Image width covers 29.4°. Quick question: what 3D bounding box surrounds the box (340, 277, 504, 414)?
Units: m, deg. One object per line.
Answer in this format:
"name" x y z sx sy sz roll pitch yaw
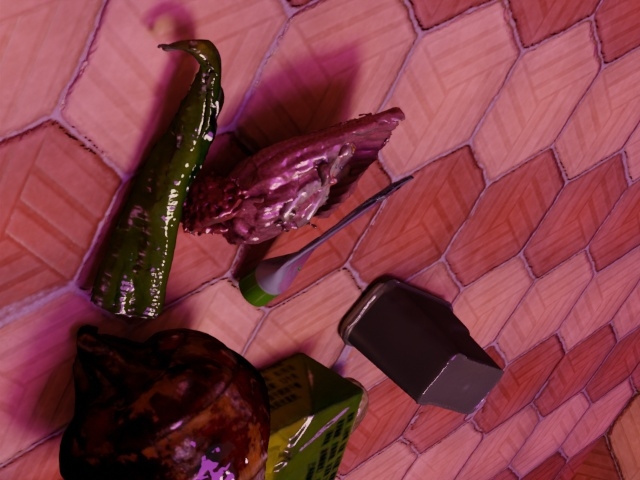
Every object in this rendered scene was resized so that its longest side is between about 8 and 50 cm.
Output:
"box" 0.168 0.177 1.920 0.138 0.178 0.274 -51 149 10

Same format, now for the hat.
"hat" -0.041 -0.057 1.431 0.286 0.107 0.237 -18 157 -35

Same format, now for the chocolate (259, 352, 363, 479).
"chocolate" -0.108 0.333 1.803 0.288 0.137 0.301 -20 140 -38

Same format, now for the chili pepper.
"chili pepper" -0.170 -0.065 1.302 0.084 0.076 0.359 13 122 -12

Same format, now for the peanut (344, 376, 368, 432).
"peanut" 0.008 0.294 1.956 0.083 0.093 0.194 29 118 -15

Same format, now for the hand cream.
"hand cream" 0.001 0.001 1.507 0.275 0.050 0.079 -37 -156 36

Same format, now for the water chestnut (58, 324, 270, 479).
"water chestnut" -0.190 0.229 1.459 0.244 0.289 0.289 10 123 -23
